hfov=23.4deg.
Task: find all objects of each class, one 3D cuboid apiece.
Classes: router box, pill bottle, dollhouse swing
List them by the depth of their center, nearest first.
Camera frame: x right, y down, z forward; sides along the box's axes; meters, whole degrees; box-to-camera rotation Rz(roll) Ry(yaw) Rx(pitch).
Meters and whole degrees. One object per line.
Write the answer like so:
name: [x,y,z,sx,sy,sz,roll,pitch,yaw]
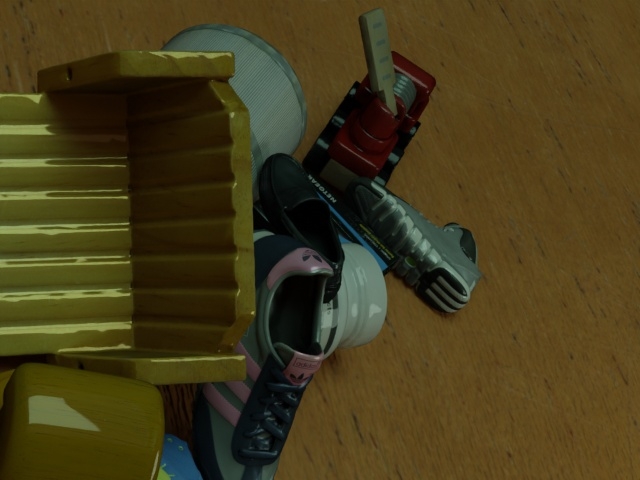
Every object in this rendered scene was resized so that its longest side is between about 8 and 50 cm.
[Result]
dollhouse swing: [-0.282,-0.022,1.631,0.305,0.315,0.347,0,89,-36]
pill bottle: [-0.068,0.077,1.857,0.278,0.162,0.162,-6,55,-37]
router box: [0.000,0.000,2.058,0.179,0.046,0.133,44,43,10]

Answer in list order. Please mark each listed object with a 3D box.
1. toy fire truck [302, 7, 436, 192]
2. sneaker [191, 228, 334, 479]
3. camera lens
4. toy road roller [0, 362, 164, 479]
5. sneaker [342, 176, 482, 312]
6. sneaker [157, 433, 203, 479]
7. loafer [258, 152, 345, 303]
toy fire truck: [0.085,-0.209,2.156,0.158,0.246,0.217,34,42,-2]
sneaker: [-0.059,0.153,1.692,0.112,0.319,0.131,0,9,-39]
camera lens: [-0.157,-0.129,1.946,0.219,0.219,0.274,35,41,0]
toy road roller: [-0.239,0.256,1.362,0.202,0.240,0.329,12,45,-24]
sneaker: [0.135,-0.010,2.139,0.228,0.086,0.132,49,38,1]
sneaker: [-0.219,0.239,1.681,0.240,0.091,0.126,43,28,2]
loafer: [-0.017,-0.026,1.808,0.076,0.078,0.223,7,44,-27]
